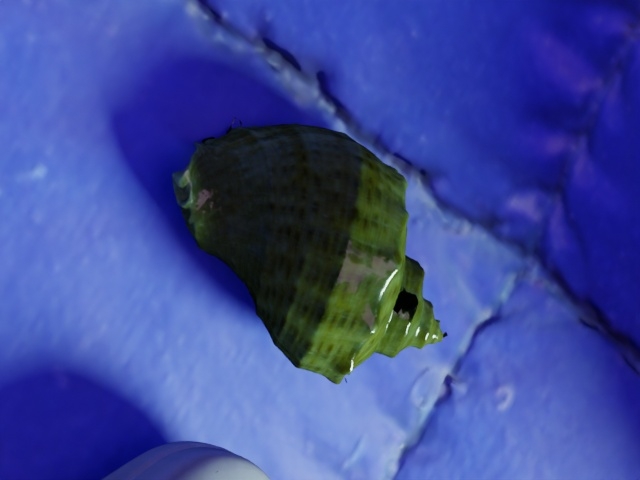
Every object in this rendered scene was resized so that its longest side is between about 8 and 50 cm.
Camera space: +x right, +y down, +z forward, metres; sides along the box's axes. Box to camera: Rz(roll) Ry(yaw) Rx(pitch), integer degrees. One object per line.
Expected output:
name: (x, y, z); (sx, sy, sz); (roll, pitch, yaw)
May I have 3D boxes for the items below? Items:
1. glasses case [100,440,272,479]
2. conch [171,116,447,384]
glasses case: (-0.100, 0.158, 0.597); (0.233, 0.059, 0.092); (-38, 110, -24)
conch: (0.000, 0.000, 0.659); (0.121, 0.074, 0.089); (35, 42, -12)
